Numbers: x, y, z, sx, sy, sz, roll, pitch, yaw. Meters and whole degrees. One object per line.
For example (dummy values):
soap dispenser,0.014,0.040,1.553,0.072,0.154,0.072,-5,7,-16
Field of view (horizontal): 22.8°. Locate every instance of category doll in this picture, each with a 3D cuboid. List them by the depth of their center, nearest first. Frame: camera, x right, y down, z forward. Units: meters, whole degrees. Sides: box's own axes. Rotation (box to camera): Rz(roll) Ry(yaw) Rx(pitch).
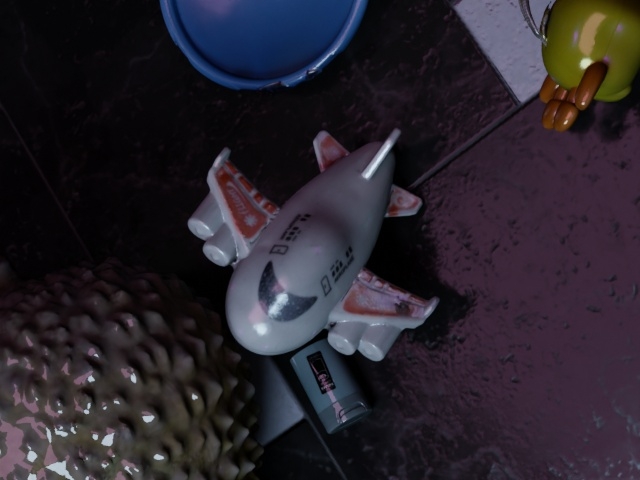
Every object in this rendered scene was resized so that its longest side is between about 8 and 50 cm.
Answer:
doll,0.244,-0.203,1.424,0.135,0.143,0.221,17,98,-11

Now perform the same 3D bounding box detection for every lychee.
lychee,-0.229,0.199,1.518,0.380,0.380,0.432,-22,103,23

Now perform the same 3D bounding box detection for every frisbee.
frisbee,-0.054,-0.269,1.605,0.242,0.045,0.242,0,90,24

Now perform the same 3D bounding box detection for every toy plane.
toy plane,-0.001,0.002,1.505,0.252,0.118,0.252,5,70,-13

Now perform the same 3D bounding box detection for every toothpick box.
toothpick box,0.010,0.144,1.573,0.052,0.052,0.083,-35,75,21
